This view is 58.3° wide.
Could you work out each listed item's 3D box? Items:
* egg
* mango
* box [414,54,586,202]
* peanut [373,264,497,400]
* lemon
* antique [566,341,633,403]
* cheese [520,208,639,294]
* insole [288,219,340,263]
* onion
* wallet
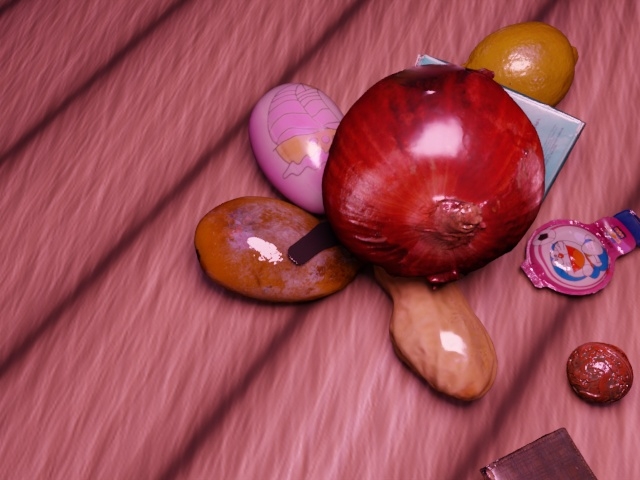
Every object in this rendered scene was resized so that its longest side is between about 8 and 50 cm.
[{"bbox_3d":[-0.029,-0.175,1.093,0.196,0.196,0.271,-20,58,-5],"label":"egg"},{"bbox_3d":[-0.069,0.021,1.038,0.316,0.146,0.192,11,61,-12],"label":"mango"},{"bbox_3d":[0.295,-0.191,1.065,0.311,0.118,0.205,28,110,17],"label":"box"},{"bbox_3d":[0.176,0.123,0.965,0.148,0.147,0.318,-22,60,-6],"label":"peanut"},{"bbox_3d":[0.390,-0.334,1.141,0.249,0.184,0.184,-10,64,6],"label":"lemon"},{"bbox_3d":[0.445,0.212,0.919,0.104,0.104,0.104,-2,64,4],"label":"antique"},{"bbox_3d":[0.479,0.015,1.032,0.244,0.062,0.155,-23,63,-7],"label":"cheese"},{"bbox_3d":[0.000,0.000,0.999,0.053,0.002,0.153,49,48,6],"label":"insole"},{"bbox_3d":[0.177,-0.116,0.899,0.341,0.341,0.341,-2,64,4],"label":"onion"},{"bbox_3d":[0.379,0.449,0.827,0.169,0.044,0.317,-18,61,-18],"label":"wallet"}]
